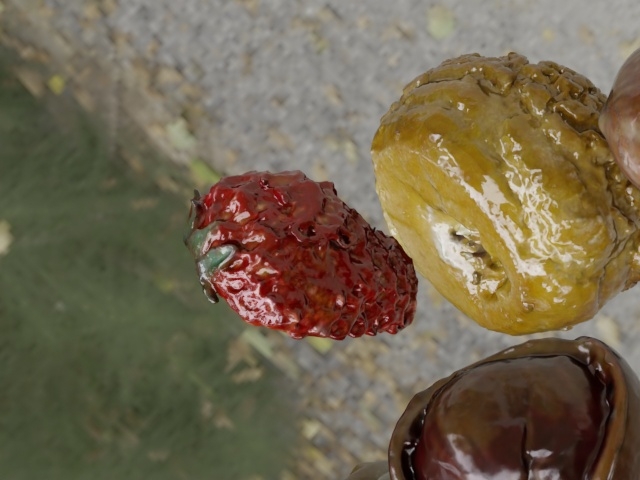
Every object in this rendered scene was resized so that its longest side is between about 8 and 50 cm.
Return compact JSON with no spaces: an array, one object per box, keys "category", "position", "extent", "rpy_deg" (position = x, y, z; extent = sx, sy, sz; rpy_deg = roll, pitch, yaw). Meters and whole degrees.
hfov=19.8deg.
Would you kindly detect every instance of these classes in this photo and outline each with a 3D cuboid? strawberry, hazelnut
[{"category":"strawberry","position":[0.000,0.000,1.616],"extent":[0.111,0.236,0.190],"rpy_deg":[-64,35,23]},{"category":"hazelnut","position":[0.161,0.157,1.396],"extent":[0.201,0.160,0.170],"rpy_deg":[-43,61,31]},{"category":"hazelnut","position":[0.373,-0.120,1.761],"extent":[0.214,0.214,0.176],"rpy_deg":[13,129,37]}]

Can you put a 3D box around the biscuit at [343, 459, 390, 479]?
[{"category":"biscuit","position":[0.077,0.434,2.279],"extent":[0.115,0.268,0.366],"rpy_deg":[20,124,32]}]

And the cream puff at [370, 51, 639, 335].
[{"category":"cream puff","position":[0.217,-0.058,1.984],"extent":[0.327,0.231,0.343],"rpy_deg":[48,160,8]}]
